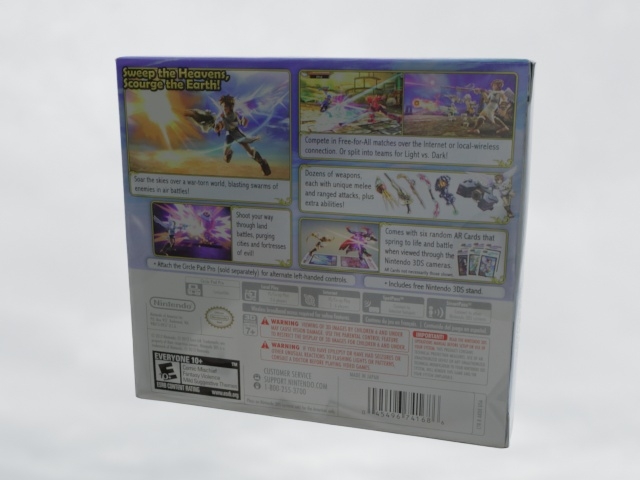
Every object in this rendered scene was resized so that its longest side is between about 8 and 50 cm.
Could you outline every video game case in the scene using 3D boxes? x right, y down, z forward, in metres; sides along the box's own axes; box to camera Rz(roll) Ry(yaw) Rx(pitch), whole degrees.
[{"bbox_3d":[0.000,0.000,0.535,0.269,0.245,0.061,4,16,15],"label":"video game case"}]
